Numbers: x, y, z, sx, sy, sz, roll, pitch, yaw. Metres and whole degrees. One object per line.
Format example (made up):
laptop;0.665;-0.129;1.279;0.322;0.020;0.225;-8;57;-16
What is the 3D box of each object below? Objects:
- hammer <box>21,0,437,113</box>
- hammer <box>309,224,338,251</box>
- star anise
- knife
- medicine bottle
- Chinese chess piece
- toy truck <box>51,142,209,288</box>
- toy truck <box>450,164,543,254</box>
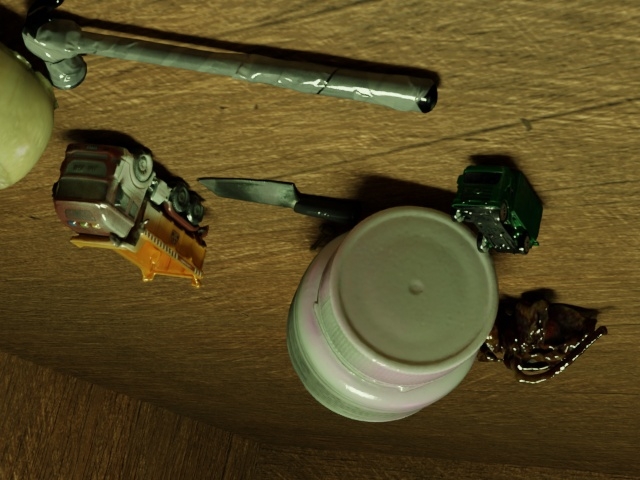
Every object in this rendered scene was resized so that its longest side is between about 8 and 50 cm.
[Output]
hammer;-0.094;-0.175;1.090;0.427;0.044;0.152;10;161;3
hammer;0.000;0.000;1.581;0.029;0.014;0.123;23;162;-6
star anise;0.313;0.156;1.673;0.190;0.125;0.220;17;164;-4
knife;-0.058;-0.061;1.433;0.230;0.028;0.060;10;150;16
medicine bottle;0.091;0.099;1.427;0.256;0.256;0.325;13;163;-2
Chinese chess piece;-0.422;-0.163;1.165;0.270;0.112;0.270;21;162;7
toy truck;-0.252;-0.029;1.462;0.114;0.135;0.270;4;160;24
toy truck;0.205;-0.035;1.243;0.065;0.079;0.147;3;160;29
